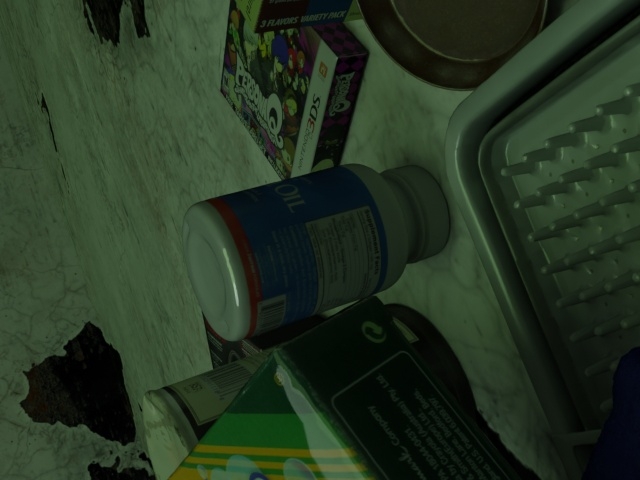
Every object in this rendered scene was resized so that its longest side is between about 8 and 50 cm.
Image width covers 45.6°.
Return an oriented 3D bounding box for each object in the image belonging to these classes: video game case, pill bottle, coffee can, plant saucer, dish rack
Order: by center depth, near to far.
[{"bbox_3d":[0.216,0.020,0.442,0.332,0.072,0.285,69,154,9],"label":"dish rack"},{"bbox_3d":[0.094,-0.193,0.556,0.168,0.029,0.168,30,141,29],"label":"plant saucer"},{"bbox_3d":[0.000,0.000,0.682,0.124,0.222,0.124,40,138,48],"label":"pill bottle"},{"bbox_3d":[-0.013,0.199,0.765,0.201,0.275,0.201,42,140,48],"label":"coffee can"},{"bbox_3d":[-0.042,-0.187,0.860,0.232,0.042,0.210,56,148,32],"label":"video game case"}]

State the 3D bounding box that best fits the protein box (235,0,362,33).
[{"bbox_3d":[-0.015,-0.319,0.623,0.201,0.136,0.200,62,151,23],"label":"protein box"}]

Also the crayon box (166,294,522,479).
[{"bbox_3d":[-0.008,0.208,0.470,0.203,0.083,0.323,51,135,15],"label":"crayon box"}]

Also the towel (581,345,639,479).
[{"bbox_3d":[0.198,0.225,0.345,0.228,0.076,0.308,33,118,59],"label":"towel"}]

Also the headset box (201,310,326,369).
[{"bbox_3d":[-0.062,0.202,1.050,0.218,0.110,0.293,24,126,58],"label":"headset box"}]
